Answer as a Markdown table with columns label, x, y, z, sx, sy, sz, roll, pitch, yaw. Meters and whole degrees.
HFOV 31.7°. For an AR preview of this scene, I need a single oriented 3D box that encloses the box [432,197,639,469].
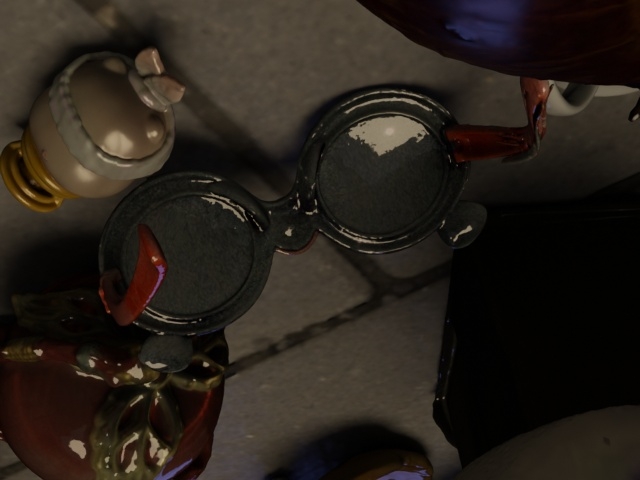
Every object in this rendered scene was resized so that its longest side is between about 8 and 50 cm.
| label | x | y | z | sx | sy | sz | roll | pitch | yaw |
| --- | --- | --- | --- | --- | --- | --- | --- | --- | --- |
| box | 0.272 | 0.117 | 0.804 | 0.345 | 0.204 | 0.251 | -5 | 141 | -4 |

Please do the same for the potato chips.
| label | x | y | z | sx | sy | sz | roll | pitch | yaw |
| --- | --- | --- | --- | --- | --- | --- | --- | --- | --- |
| potato chips | 0.015 | 0.256 | 1.017 | 0.195 | 0.062 | 0.208 | -30 | 143 | -24 |

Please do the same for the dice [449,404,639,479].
| label | x | y | z | sx | sy | sz | roll | pitch | yaw |
| --- | --- | --- | --- | --- | --- | --- | --- | --- | --- |
| dice | 0.189 | 0.256 | 0.599 | 0.243 | 0.251 | 0.259 | -4 | 140 | -6 |

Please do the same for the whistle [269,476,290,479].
| label | x | y | z | sx | sy | sz | roll | pitch | yaw |
| --- | --- | --- | --- | --- | --- | --- | --- | --- | --- |
| whistle | -0.034 | 0.248 | 1.045 | 0.035 | 0.035 | 0.100 | -9 | 142 | 1 |

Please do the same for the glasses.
| label | x | y | z | sx | sy | sz | roll | pitch | yaw |
| --- | --- | --- | --- | --- | --- | --- | --- | --- | --- |
| glasses | 0.000 | 0.000 | 0.562 | 0.234 | 0.268 | 0.118 | -22 | 99 | -6 |

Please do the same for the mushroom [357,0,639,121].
| label | x | y | z | sx | sy | sz | roll | pitch | yaw |
| --- | --- | --- | --- | --- | --- | --- | --- | --- | --- |
| mushroom | 0.117 | -0.137 | 0.321 | 0.278 | 0.163 | 0.297 | 22 | 156 | -30 |

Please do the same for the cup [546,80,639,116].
| label | x | y | z | sx | sy | sz | roll | pitch | yaw |
| --- | --- | --- | --- | --- | --- | --- | --- | --- | --- |
| cup | 0.118 | -0.133 | 0.540 | 0.136 | 0.099 | 0.133 | -45 | 138 | -6 |

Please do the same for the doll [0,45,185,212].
| label | x | y | z | sx | sy | sz | roll | pitch | yaw |
| --- | --- | --- | --- | --- | --- | --- | --- | --- | --- |
| doll | -0.115 | -0.064 | 0.632 | 0.127 | 0.073 | 0.084 | -29 | 170 | 29 |

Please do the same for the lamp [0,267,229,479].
| label | x | y | z | sx | sy | sz | roll | pitch | yaw |
| --- | --- | --- | --- | --- | --- | --- | --- | --- | --- |
| lamp | -0.137 | 0.096 | 0.771 | 0.215 | 0.151 | 0.223 | 25 | 174 | -27 |
